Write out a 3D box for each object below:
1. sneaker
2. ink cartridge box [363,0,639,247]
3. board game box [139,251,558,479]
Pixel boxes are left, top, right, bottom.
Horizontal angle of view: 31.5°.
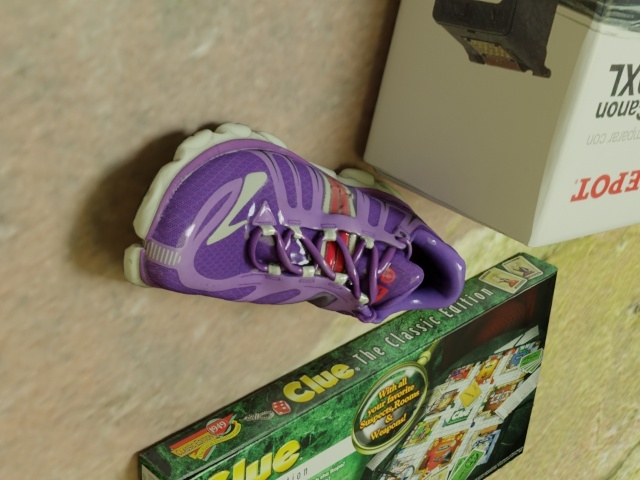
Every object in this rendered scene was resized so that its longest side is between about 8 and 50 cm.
[{"bbox_3d":[0.000,0.000,0.440,0.170,0.071,0.068,3,113,-48],"label":"sneaker"},{"bbox_3d":[0.130,-0.128,0.470,0.172,0.100,0.237,-10,122,-44],"label":"ink cartridge box"},{"bbox_3d":[0.023,0.108,0.577,0.260,0.030,0.136,-23,133,-37],"label":"board game box"}]
